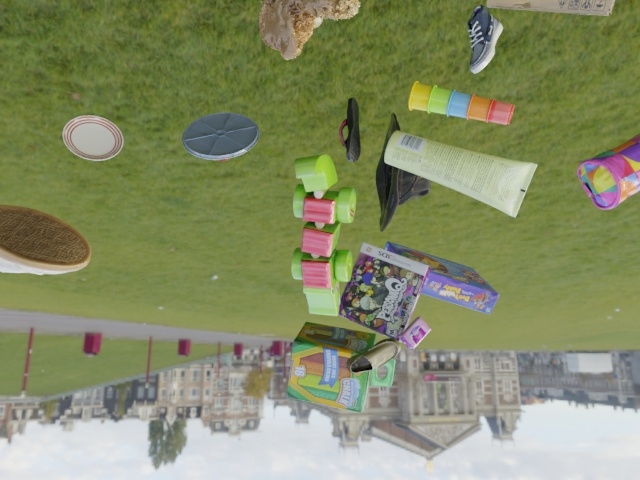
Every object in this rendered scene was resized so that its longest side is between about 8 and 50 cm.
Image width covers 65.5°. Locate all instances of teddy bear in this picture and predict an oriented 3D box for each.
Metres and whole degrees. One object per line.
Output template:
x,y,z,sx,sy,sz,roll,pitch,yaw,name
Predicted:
-0.016,-0.493,0.871,0.245,0.338,0.113,32,-134,29,teddy bear

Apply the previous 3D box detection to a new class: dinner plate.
-0.577,-0.258,1.265,0.141,0.141,0.017,6,151,-25,dinner plate

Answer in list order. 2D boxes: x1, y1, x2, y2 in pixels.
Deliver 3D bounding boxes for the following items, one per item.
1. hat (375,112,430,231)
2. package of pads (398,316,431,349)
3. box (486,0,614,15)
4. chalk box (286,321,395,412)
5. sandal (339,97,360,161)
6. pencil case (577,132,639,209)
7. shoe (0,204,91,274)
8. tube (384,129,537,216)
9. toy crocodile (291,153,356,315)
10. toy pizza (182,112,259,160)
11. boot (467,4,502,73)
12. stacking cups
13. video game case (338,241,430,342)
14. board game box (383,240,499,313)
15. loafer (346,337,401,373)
0.239,-0.182,1.373,0.133,0.332,0.331,2,166,-3,hat
0.256,0.250,1.343,0.083,0.050,0.032,-41,177,-25,package of pads
0.367,-0.447,0.775,0.201,0.165,0.021,25,-140,35,box
0.068,0.367,1.447,0.288,0.181,0.179,8,-169,10,chalk box
0.069,-0.261,1.193,0.040,0.179,0.067,-8,153,20,sandal
0.562,-0.141,0.855,0.236,0.105,0.104,-25,170,-10,pencil case
-0.402,-0.004,0.620,0.218,0.077,0.058,18,144,-20,shoe
0.228,-0.121,0.841,0.240,0.062,0.070,22,133,19,tube
0.000,0.000,0.946,0.115,0.341,0.105,7,-154,14,toy crocodile
-0.258,-0.268,1.299,0.201,0.201,0.032,0,137,0,toy pizza
0.401,-0.515,1.272,0.086,0.190,0.069,37,149,-19,boot
0.442,-0.434,1.565,0.316,0.096,0.096,15,172,21,stacking cups
0.178,0.145,1.439,0.210,0.232,0.042,21,176,25,video game case
0.396,0.121,1.694,0.346,0.078,0.233,17,-164,-11,board game box
0.131,0.291,1.220,0.148,0.056,0.050,-32,-176,10,loafer
